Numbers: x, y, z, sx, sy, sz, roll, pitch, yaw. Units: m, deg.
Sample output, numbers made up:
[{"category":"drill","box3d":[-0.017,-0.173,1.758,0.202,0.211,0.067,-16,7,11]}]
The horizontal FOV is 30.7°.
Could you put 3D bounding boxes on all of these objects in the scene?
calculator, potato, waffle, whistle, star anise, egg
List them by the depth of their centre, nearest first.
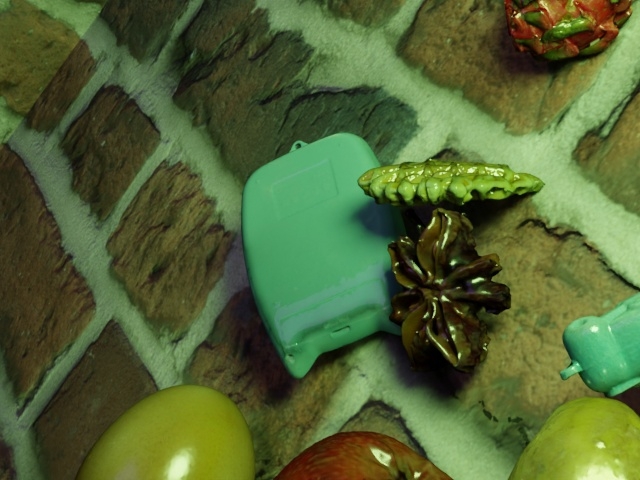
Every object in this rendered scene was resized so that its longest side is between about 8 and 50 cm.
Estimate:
[{"category":"potato","box3d":[0.277,0.285,1.190,0.229,0.229,0.266,-11,45,46]},{"category":"whistle","box3d":[0.376,0.085,1.247,0.274,0.093,0.186,-26,-8,-7]},{"category":"star anise","box3d":[0.173,0.070,1.538,0.190,0.125,0.220,-171,87,-65]},{"category":"waffle","box3d":[0.170,-0.083,1.608,0.223,0.204,0.054,9,106,52]},{"category":"egg","box3d":[-0.223,0.360,1.682,0.250,0.250,0.322,2,59,50]},{"category":"calculator","box3d":[0.000,0.000,1.760,0.256,0.054,0.386,-23,55,14]}]

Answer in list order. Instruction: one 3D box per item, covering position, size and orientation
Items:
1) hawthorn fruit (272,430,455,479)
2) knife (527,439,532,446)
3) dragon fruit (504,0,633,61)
[{"category":"hawthorn fruit","box3d":[0.038,0.364,1.362,0.299,0.275,0.275,-32,42,24]},{"category":"knife","box3d":[0.267,0.284,1.357,0.031,0.018,0.121,-29,44,23]},{"category":"dragon fruit","box3d":[0.344,-0.336,1.626,0.172,0.167,0.160,-5,11,14]}]
